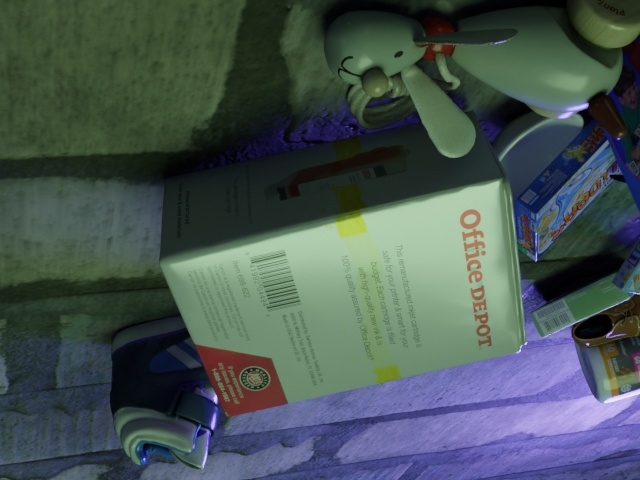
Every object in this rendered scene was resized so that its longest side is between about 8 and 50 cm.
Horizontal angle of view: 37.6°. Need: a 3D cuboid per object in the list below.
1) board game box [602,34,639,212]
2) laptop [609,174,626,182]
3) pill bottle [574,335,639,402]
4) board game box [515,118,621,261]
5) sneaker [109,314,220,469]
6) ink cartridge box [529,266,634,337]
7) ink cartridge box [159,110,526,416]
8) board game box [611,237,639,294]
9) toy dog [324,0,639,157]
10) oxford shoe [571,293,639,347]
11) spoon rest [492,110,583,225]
[{"bbox_3d":[0.398,-0.192,0.924,0.078,0.233,0.347,-4,150,-17],"label":"board game box"},{"bbox_3d":[0.543,-0.111,1.157,0.264,0.136,0.234,-42,-164,-9],"label":"laptop"},{"bbox_3d":[0.643,0.201,1.805,0.278,0.162,0.162,-17,151,4],"label":"pill bottle"},{"bbox_3d":[0.326,-0.079,1.196,0.201,0.035,0.136,-45,154,-11],"label":"board game box"},{"bbox_3d":[-0.154,0.223,1.406,0.323,0.236,0.130,-13,151,-1],"label":"sneaker"},{"bbox_3d":[0.487,0.100,1.671,0.171,0.056,0.235,-31,171,28],"label":"ink cartridge box"},{"bbox_3d":[0.032,0.033,1.133,0.384,0.160,0.279,-12,129,3],"label":"ink cartridge box"},{"bbox_3d":[0.543,0.017,1.502,0.103,0.026,0.154,12,114,-38],"label":"board game box"},{"bbox_3d":[0.184,-0.161,0.958,0.333,0.161,0.220,-15,151,2],"label":"toy dog"},{"bbox_3d":[0.554,0.139,1.695,0.212,0.076,0.076,-28,162,16],"label":"oxford shoe"},{"bbox_3d":[0.256,-0.074,1.213,0.137,0.084,0.276,-23,157,-19],"label":"spoon rest"}]
